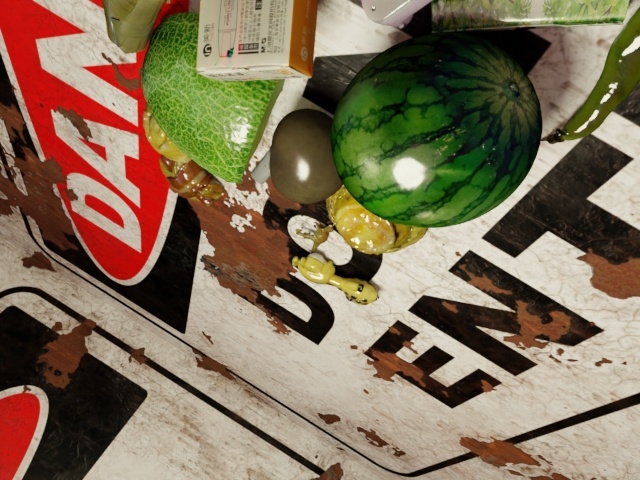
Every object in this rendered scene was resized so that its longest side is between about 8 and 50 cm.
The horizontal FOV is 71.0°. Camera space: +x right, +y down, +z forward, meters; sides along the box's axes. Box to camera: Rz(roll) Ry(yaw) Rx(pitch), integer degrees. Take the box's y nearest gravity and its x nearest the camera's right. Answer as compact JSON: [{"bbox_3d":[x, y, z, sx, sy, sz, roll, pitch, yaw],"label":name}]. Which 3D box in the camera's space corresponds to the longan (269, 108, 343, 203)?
[{"bbox_3d":[-0.023,-0.193,1.033,0.196,0.196,0.220,11,123,25],"label":"longan"}]

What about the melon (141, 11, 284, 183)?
[{"bbox_3d":[-0.267,-0.352,1.035,0.343,0.226,0.331,24,125,0],"label":"melon"}]

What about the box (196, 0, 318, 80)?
[{"bbox_3d":[-0.116,-0.435,0.819,0.221,0.091,0.274,11,98,27],"label":"box"}]

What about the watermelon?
[{"bbox_3d":[0.191,-0.182,0.784,0.363,0.363,0.363,19,139,18],"label":"watermelon"}]

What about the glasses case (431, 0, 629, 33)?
[{"bbox_3d":[0.320,-0.362,0.702,0.272,0.095,0.062,10,127,27],"label":"glasses case"}]

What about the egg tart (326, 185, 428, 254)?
[{"bbox_3d":[0.132,-0.060,1.120,0.294,0.123,0.294,17,137,17],"label":"egg tart"}]

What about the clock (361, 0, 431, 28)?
[{"bbox_3d":[0.134,-0.479,0.663,0.227,0.090,0.248,-19,91,43],"label":"clock"}]

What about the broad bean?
[{"bbox_3d":[0.474,-0.260,0.724,0.075,0.067,0.325,37,140,15],"label":"broad bean"}]

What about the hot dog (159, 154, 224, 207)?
[{"bbox_3d":[-0.401,-0.187,1.370,0.146,0.103,0.213,-22,118,43],"label":"hot dog"}]

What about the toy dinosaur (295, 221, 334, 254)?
[{"bbox_3d":[0.000,0.000,1.341,0.126,0.039,0.162,4,142,27],"label":"toy dinosaur"}]

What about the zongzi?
[{"bbox_3d":[-0.472,-0.582,1.013,0.256,0.115,0.228,50,143,-10],"label":"zongzi"}]

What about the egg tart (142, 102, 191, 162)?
[{"bbox_3d":[-0.412,-0.320,1.206,0.252,0.098,0.232,-18,96,42],"label":"egg tart"}]

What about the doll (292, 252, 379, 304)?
[{"bbox_3d":[0.046,0.119,1.390,0.291,0.086,0.117,26,158,7],"label":"doll"}]

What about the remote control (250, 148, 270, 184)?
[{"bbox_3d":[-0.139,-0.210,1.226,0.050,0.027,0.184,42,139,-10],"label":"remote control"}]
